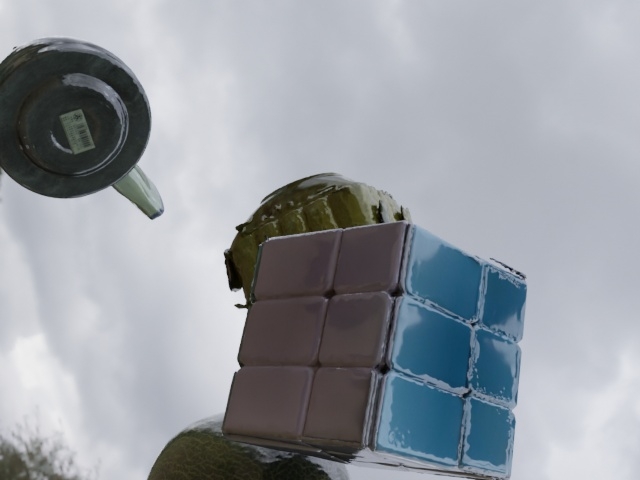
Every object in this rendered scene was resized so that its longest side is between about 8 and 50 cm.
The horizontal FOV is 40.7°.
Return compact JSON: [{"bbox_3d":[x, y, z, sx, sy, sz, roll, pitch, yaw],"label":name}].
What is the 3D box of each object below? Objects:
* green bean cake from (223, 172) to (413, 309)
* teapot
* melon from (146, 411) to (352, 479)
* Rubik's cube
[{"bbox_3d":[0.000,0.000,1.535,0.285,0.309,0.202,15,56,-72],"label":"green bean cake"},{"bbox_3d":[-0.173,-0.094,0.632,0.111,0.149,0.108,-61,-144,16],"label":"teapot"},{"bbox_3d":[-0.095,0.338,1.114,0.301,0.237,0.238,3,-74,44],"label":"melon"},{"bbox_3d":[0.063,0.122,0.920,0.221,0.231,0.225,-9,-114,45],"label":"Rubik's cube"}]
